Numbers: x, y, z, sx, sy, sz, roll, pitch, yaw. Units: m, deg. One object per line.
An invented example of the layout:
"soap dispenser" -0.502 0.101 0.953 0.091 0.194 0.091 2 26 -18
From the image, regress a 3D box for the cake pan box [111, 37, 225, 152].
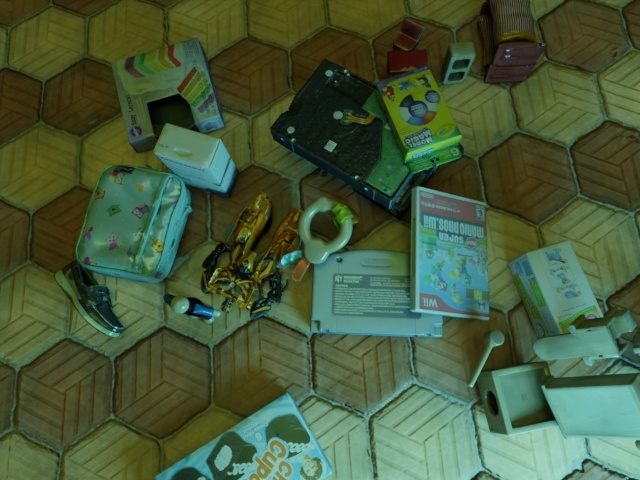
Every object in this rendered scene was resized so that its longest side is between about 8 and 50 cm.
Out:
"cake pan box" -0.401 -0.380 1.261 0.246 0.070 0.266 -17 75 0

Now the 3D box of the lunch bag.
"lunch bag" -0.436 -0.045 1.146 0.224 0.108 0.279 10 75 6

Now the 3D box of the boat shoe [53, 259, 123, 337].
"boat shoe" -0.532 0.130 1.116 0.223 0.080 0.073 41 85 17

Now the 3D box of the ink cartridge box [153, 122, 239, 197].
"ink cartridge box" -0.288 -0.184 1.135 0.140 0.190 0.082 18 76 7

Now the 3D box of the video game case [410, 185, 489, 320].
"video game case" 0.297 0.030 1.091 0.204 0.025 0.285 10 74 -22

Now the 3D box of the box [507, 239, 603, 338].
"box" 0.517 0.119 1.053 0.103 0.114 0.203 -16 75 -4

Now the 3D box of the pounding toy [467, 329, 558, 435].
"pounding toy" 0.380 0.296 1.012 0.181 0.094 0.206 -7 74 -9

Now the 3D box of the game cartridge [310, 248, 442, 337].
"game cartridge" 0.129 0.120 1.104 0.297 0.062 0.198 2 70 3

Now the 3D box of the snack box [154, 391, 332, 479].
"snack box" -0.159 0.488 1.008 0.322 0.060 0.187 -31 76 -6

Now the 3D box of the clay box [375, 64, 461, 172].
"clay box" 0.219 -0.269 1.060 0.128 0.053 0.222 -20 72 -2

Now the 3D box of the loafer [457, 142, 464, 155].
"loafer" 0.284 -0.261 1.198 0.170 0.061 0.062 30 77 10

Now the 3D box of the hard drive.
"hard drive" 0.085 -0.256 1.125 0.339 0.064 0.237 32 78 13

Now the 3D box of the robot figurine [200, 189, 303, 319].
"robot figurine" -0.158 0.037 1.122 0.211 0.085 0.291 26 77 10

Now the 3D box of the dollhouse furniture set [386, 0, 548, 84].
"dollhouse furniture set" 0.355 -0.523 1.221 0.374 0.152 0.201 -3 74 2

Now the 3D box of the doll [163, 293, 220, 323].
"doll" -0.279 0.147 1.042 0.129 0.189 0.046 16 76 7

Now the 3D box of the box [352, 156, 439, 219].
"box" 0.188 -0.167 1.167 0.147 0.077 0.180 34 78 12

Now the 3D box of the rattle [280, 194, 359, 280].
"rattle" 0.000 0.000 1.119 0.130 0.143 0.199 24 94 -1

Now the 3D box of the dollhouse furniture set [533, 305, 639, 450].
"dollhouse furniture set" 0.622 0.248 0.981 0.356 0.174 0.303 -22 87 -38
